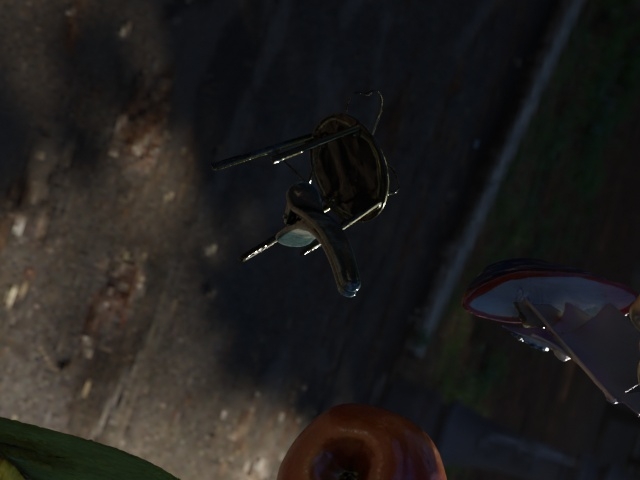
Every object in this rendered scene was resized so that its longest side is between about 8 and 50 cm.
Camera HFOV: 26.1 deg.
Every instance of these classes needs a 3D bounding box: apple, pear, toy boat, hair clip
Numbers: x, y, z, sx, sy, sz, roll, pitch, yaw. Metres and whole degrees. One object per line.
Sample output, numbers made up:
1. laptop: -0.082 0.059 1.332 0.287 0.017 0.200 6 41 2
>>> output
1. apple: 0.053 0.316 1.734 0.218 0.218 0.201 -69 154 -17
2. pear: -0.246 0.289 1.360 0.292 0.292 0.159 10 97 -72
3. toy boat: 0.317 0.099 1.613 0.219 0.318 0.071 -12 119 -37
4. hair clip: 0.000 0.000 1.317 0.229 0.039 0.070 -132 -124 -71

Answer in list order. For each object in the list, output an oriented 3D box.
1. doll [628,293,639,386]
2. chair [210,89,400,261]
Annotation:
1. doll: 0.320 0.115 0.884 0.119 0.278 0.154 -53 -164 -16
2. chair: 0.027 -0.094 1.798 0.326 0.170 0.159 -24 103 -38
